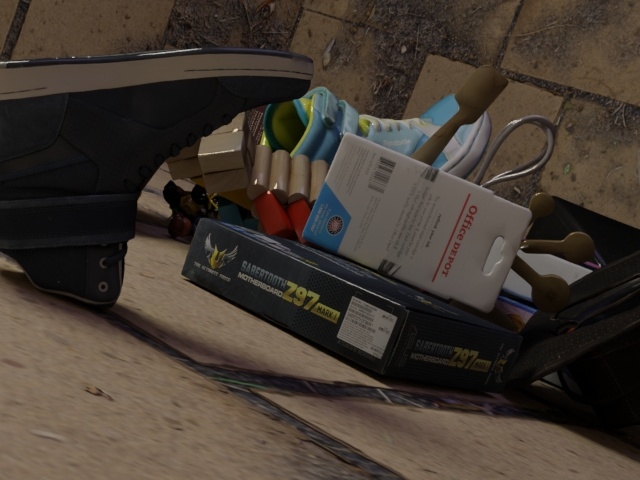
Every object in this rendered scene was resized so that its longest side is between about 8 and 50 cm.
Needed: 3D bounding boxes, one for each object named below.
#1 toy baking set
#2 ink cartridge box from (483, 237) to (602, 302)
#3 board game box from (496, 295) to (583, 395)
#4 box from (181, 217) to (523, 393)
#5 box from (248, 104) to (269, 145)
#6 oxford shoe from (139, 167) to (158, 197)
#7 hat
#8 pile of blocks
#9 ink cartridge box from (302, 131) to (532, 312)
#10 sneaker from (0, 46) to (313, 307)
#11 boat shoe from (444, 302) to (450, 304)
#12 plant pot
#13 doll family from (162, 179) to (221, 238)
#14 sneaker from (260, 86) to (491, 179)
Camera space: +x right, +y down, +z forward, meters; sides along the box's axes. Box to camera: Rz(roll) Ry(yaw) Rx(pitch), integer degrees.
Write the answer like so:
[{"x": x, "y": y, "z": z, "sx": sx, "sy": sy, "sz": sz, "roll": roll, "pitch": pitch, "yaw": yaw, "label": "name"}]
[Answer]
[{"x": 0.140, "y": -0.022, "z": 1.199, "sx": 0.197, "sy": 0.256, "sz": 0.030, "roll": -19, "pitch": 4, "yaw": 9, "label": "toy baking set"}, {"x": 0.360, "y": 0.086, "z": 1.386, "sx": 0.371, "sy": 0.069, "sz": 0.176, "roll": 25, "pitch": 6, "yaw": 24, "label": "ink cartridge box"}, {"x": 0.365, "y": 0.152, "z": 1.414, "sx": 0.319, "sy": 0.066, "sz": 0.318, "roll": 23, "pitch": 5, "yaw": 26, "label": "board game box"}, {"x": 0.026, "y": 0.054, "z": 1.081, "sx": 0.233, "sy": 0.059, "sz": 0.183, "roll": 24, "pitch": 4, "yaw": 39, "label": "box"}, {"x": -0.012, "y": -0.073, "z": 1.730, "sx": 0.168, "sy": 0.167, "sz": 0.203, "roll": 19, "pitch": 5, "yaw": -25, "label": "box"}, {"x": -0.213, "y": -0.096, "z": 1.308, "sx": 0.130, "sy": 0.133, "sz": 0.364, "roll": -12, "pitch": -2, "yaw": 27, "label": "oxford shoe"}, {"x": 0.314, "y": 0.087, "z": 1.163, "sx": 0.134, "sy": 0.331, "sz": 0.331, "roll": 58, "pitch": 5, "yaw": 0, "label": "hat"}, {"x": 0.000, "y": 0.000, "z": 1.275, "sx": 0.362, "sy": 0.149, "sz": 0.112, "roll": 22, "pitch": 29, "yaw": -11, "label": "pile of blocks"}, {"x": 0.086, "y": -0.014, "z": 1.154, "sx": 0.180, "sy": 0.104, "sz": 0.060, "roll": 23, "pitch": 0, "yaw": 5, "label": "ink cartridge box"}, {"x": -0.110, "y": -0.044, "z": 0.843, "sx": 0.226, "sy": 0.163, "sz": 0.086, "roll": -7, "pitch": 8, "yaw": -13, "label": "sneaker"}, {"x": 0.059, "y": -0.003, "z": 1.549, "sx": 0.324, "sy": 0.122, "sz": 0.120, "roll": 20, "pitch": 10, "yaw": -9, "label": "boat shoe"}, {"x": 0.393, "y": 0.074, "z": 1.857, "sx": 0.188, "sy": 0.187, "sz": 0.167, "roll": 19, "pitch": 18, "yaw": -22, "label": "plant pot"}, {"x": -0.117, "y": -0.033, "z": 1.389, "sx": 0.111, "sy": 0.076, "sz": 0.193, "roll": 24, "pitch": 6, "yaw": -25, "label": "doll family"}, {"x": 0.056, "y": -0.119, "z": 1.444, "sx": 0.127, "sy": 0.319, "sz": 0.208, "roll": -21, "pitch": -68, "yaw": 50, "label": "sneaker"}]
